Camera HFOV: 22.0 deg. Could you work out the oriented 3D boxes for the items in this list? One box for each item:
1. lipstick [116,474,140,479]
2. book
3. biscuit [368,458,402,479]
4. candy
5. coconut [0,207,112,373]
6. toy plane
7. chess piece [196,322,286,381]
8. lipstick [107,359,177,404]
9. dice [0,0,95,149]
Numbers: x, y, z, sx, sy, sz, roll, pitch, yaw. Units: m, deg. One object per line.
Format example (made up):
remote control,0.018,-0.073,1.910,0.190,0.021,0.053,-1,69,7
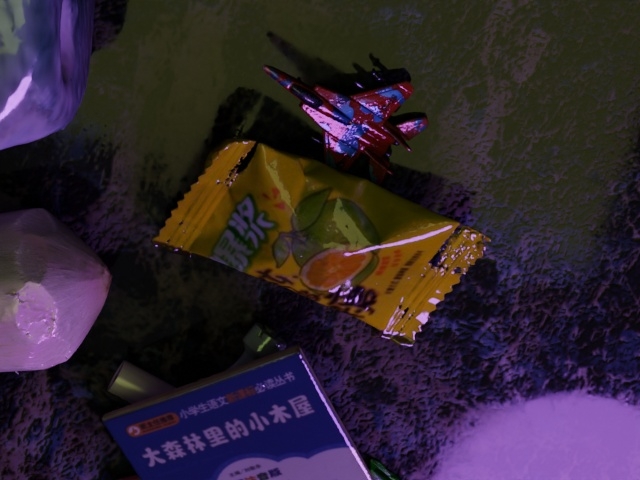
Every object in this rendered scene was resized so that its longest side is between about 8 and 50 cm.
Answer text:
lipstick,-0.107,0.240,1.754,0.234,0.053,0.053,-13,109,8
book,-0.058,0.266,1.729,0.228,0.018,0.322,-21,121,13
biscuit,0.043,0.278,1.782,0.089,0.016,0.046,-43,104,13
candy,0.000,0.000,1.644,0.297,0.081,0.187,21,132,-16
coconut,-0.296,0.053,1.629,0.183,0.171,0.171,-3,109,3
toy plane,0.014,-0.128,1.611,0.189,0.061,0.130,33,107,-25
chess piece,-0.081,0.137,1.712,0.067,0.067,0.103,34,97,-11
lipstick,-0.159,0.173,1.733,0.130,0.038,0.038,30,106,-9
dice,-0.374,-0.256,1.431,0.330,0.328,0.348,2,109,-1
